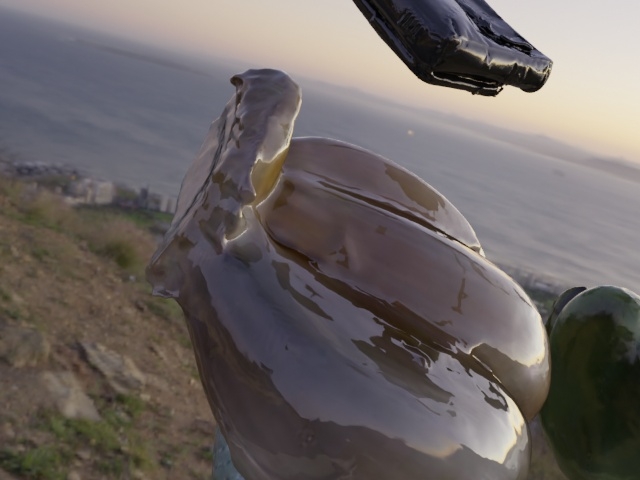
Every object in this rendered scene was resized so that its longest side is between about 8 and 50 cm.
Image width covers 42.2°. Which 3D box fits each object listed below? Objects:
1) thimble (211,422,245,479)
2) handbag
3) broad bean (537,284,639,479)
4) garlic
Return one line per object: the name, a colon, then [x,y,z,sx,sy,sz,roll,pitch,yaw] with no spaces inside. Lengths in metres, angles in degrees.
thimble: [-0.040,0.277,1.007,0.186,0.149,0.211,8,-32,-11]
handbag: [0.163,-0.300,1.118,0.244,0.088,0.275,0,44,-40]
broad bean: [0.291,0.152,0.833,0.100,0.169,0.228,19,45,-46]
garlic: [0.039,0.056,0.508,0.325,0.132,0.279,38,40,-19]
